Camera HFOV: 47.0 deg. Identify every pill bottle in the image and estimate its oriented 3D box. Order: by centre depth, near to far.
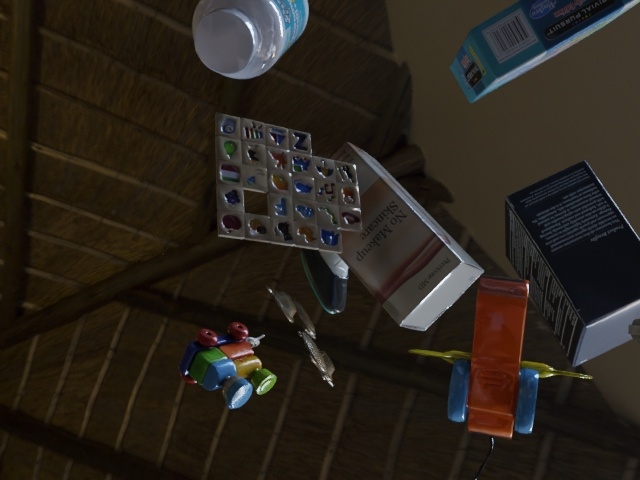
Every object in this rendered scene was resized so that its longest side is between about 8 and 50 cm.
[{"bbox_3d":[-0.114,-0.346,1.173,0.146,0.264,0.146,6,-60,10],"label":"pill bottle"}]

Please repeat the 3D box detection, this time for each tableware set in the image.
[{"bbox_3d":[-0.022,0.137,1.069,0.020,0.141,0.169,-31,-121,2],"label":"tableware set"}]

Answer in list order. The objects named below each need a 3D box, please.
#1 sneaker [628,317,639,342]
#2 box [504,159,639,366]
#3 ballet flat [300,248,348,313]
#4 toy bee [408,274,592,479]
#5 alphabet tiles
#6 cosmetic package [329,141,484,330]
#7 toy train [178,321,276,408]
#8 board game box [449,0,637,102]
[{"bbox_3d":[0.516,0.118,0.920,0.281,0.115,0.105,14,-93,-22],"label":"sneaker"},{"bbox_3d":[0.516,0.055,1.466,0.182,0.296,0.294,-25,-117,3],"label":"box"},{"bbox_3d":[0.000,0.000,1.406,0.096,0.095,0.281,-37,-116,24],"label":"ballet flat"},{"bbox_3d":[0.194,0.170,0.869,0.195,0.162,0.298,27,-70,9],"label":"toy bee"},{"bbox_3d":[-0.044,-0.082,1.095,0.237,0.009,0.198,9,-117,-28],"label":"alphabet tiles"},{"bbox_3d":[0.110,-0.007,1.239,0.153,0.129,0.296,-48,-116,12],"label":"cosmetic package"},{"bbox_3d":[-0.138,0.237,1.409,0.143,0.248,0.105,37,-68,28],"label":"toy train"},{"bbox_3d":[0.332,-0.313,1.087,0.253,0.336,0.079,-29,-88,8],"label":"board game box"}]
